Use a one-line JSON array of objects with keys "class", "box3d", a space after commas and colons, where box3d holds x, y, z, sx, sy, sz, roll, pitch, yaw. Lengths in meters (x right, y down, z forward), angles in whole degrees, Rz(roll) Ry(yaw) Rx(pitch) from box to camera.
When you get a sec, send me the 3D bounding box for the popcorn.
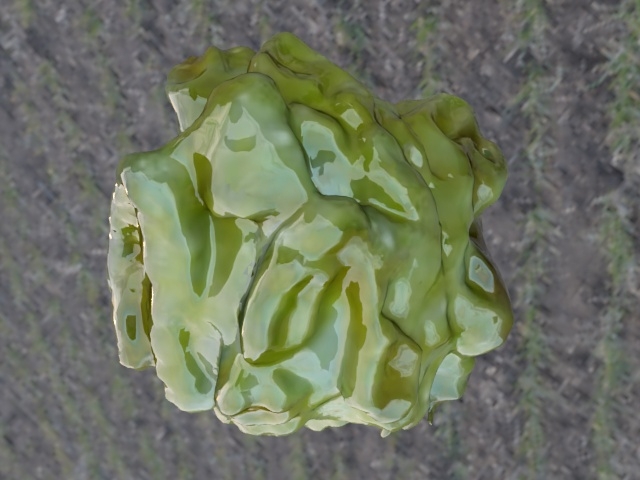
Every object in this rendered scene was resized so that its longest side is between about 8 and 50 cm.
[{"class": "popcorn", "box3d": [-0.013, 0.009, 0.927, 0.312, 0.312, 0.312, 29, 146, 21]}]
